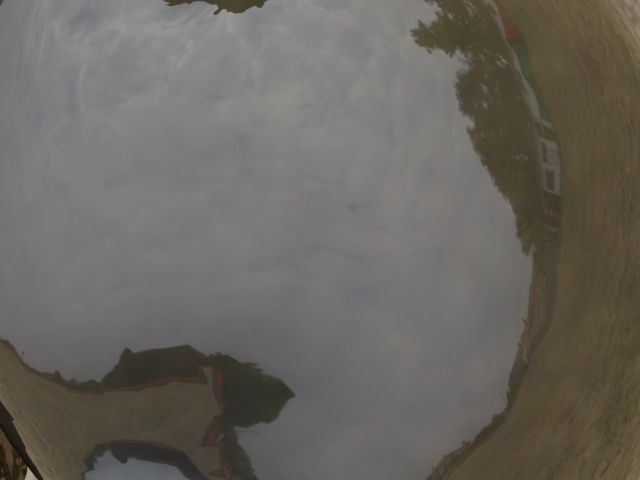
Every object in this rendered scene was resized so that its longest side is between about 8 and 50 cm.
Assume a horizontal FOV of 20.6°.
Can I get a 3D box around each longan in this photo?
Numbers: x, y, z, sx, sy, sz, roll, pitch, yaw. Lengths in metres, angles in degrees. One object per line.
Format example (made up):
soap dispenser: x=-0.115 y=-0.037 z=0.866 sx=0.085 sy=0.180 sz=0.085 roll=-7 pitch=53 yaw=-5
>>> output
longan: x=0.000 y=0.000 z=0.667 sx=0.288 sy=0.288 sz=0.350 roll=-21 pitch=105 yaw=8

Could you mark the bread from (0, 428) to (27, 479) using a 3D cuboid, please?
bread: x=-0.346 y=0.101 z=0.829 sx=0.417 sy=0.165 sz=0.113 roll=-10 pitch=50 yaw=19
